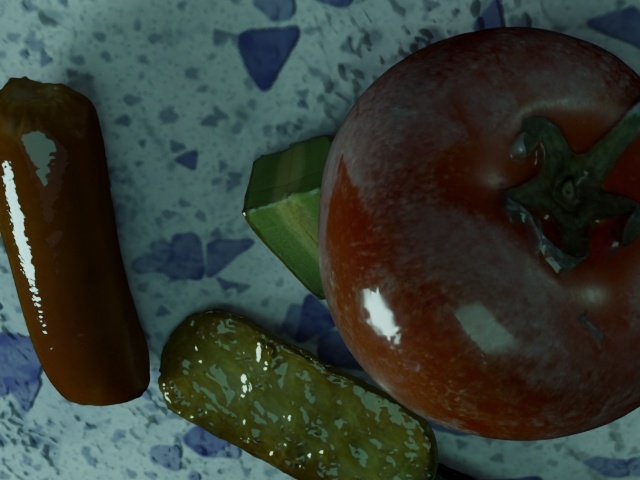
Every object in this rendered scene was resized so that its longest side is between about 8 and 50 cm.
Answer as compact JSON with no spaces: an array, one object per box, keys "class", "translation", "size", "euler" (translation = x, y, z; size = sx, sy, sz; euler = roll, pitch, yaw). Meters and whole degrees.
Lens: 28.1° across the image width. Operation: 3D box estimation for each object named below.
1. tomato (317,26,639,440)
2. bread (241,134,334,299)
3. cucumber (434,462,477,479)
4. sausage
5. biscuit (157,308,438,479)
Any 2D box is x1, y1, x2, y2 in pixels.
[{"class":"tomato","translation":[0.126,0.001,0.845],"size":[0.270,0.270,0.227],"euler":[21,156,-7]},{"class":"bread","translation":[0.002,0.004,0.956],"size":[0.074,0.084,0.139],"euler":[-16,119,14]},{"class":"cucumber","translation":[0.131,0.236,1.101],"size":[0.214,0.058,0.052],"euler":[31,163,-6]},{"class":"sausage","translation":[-0.194,0.016,0.983],"size":[0.089,0.083,0.300],"euler":[-9,122,-3]},{"class":"biscuit","translation":[-0.019,0.142,1.052],"size":[0.247,0.029,0.118],"euler":[28,115,3]}]
